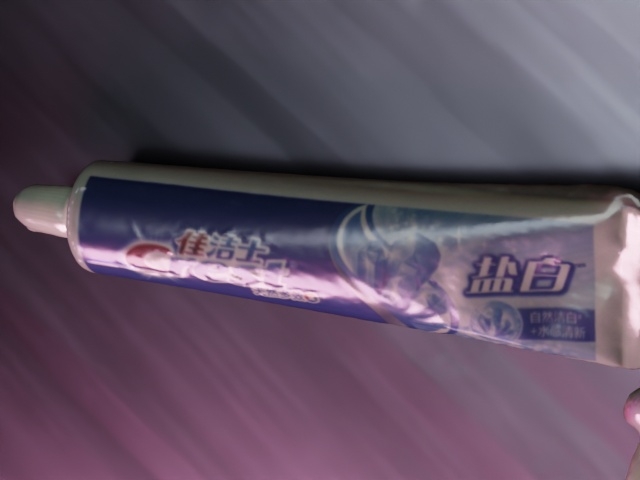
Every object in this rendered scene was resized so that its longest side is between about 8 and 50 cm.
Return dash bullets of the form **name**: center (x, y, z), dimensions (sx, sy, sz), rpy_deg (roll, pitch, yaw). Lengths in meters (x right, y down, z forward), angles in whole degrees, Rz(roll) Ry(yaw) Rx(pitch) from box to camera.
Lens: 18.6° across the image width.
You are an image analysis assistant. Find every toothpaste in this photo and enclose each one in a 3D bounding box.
- **toothpaste**: center (0.000, 0.001, 0.768), dimensions (0.268, 0.047, 0.069), rpy_deg (7, 93, 21)

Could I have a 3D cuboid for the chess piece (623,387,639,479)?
- **chess piece**: center (0.171, 0.176, 0.695), dimensions (0.139, 0.139, 0.271), rpy_deg (-26, 79, 28)
